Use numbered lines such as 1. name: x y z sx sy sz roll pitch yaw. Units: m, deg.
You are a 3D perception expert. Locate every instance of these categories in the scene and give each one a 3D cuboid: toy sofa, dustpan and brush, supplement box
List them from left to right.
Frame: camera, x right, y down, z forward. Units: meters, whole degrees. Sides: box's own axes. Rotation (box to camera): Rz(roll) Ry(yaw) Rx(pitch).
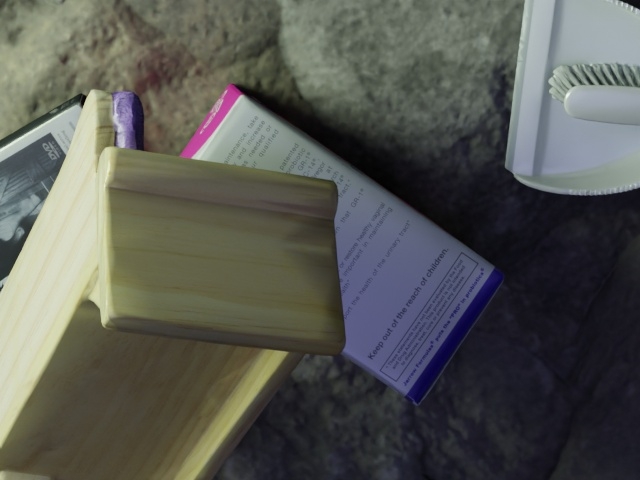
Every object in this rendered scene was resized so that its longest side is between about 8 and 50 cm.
1. toy sofa: -0.120 0.071 1.291 0.150 0.177 0.362 9 144 -20
2. supplement box: 0.000 0.000 1.362 0.220 0.111 0.114 33 94 -11
3. dustpan and brush: 0.240 -0.092 1.355 0.211 0.060 0.147 5 112 0

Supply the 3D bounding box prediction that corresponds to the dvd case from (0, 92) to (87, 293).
1. dvd case: -0.223 0.026 1.435 0.239 0.029 0.179 -29 107 12
